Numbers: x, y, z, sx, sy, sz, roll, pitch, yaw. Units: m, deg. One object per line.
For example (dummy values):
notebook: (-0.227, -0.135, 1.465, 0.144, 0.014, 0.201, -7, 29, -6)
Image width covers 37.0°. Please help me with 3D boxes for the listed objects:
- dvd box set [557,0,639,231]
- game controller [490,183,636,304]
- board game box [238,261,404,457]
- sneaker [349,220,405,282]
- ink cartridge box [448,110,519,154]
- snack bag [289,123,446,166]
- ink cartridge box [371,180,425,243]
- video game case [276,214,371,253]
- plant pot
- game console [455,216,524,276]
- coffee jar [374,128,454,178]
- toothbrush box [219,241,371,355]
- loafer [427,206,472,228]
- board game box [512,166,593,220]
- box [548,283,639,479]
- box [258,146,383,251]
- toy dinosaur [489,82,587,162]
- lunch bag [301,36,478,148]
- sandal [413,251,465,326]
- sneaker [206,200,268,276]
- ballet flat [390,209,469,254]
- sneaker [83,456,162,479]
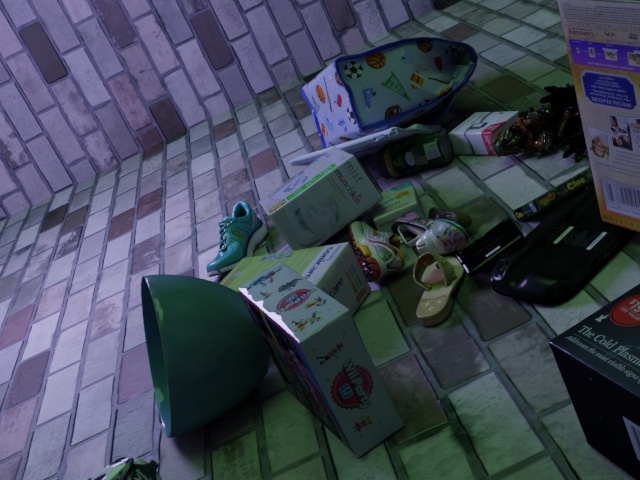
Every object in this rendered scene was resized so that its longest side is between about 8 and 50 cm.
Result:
dvd box set: (0.529, -0.181, 1.452, 0.062, 0.420, 0.307, -34, 31, -22)
game controller: (0.444, 0.005, 1.685, 0.319, 0.067, 0.166, -39, 39, -27)
board game box: (-0.008, 0.182, 1.546, 0.097, 0.224, 0.303, -31, 22, -15)
sneaker: (0.118, 0.019, 1.985, 0.092, 0.088, 0.225, -15, 26, -6)
ink cartridge box: (0.399, -0.258, 2.296, 0.109, 0.063, 0.150, -38, 25, -26)
snack bag: (0.116, -0.245, 2.441, 0.323, 0.037, 0.342, -14, 0, 29)
ink cartridge box: (0.172, -0.058, 2.102, 0.104, 0.061, 0.181, -23, 22, 9)
video game case: (0.000, 0.000, 2.218, 0.173, 0.022, 0.190, 0, 33, 49)
plant pot: (-0.202, 0.193, 1.723, 0.195, 0.290, 0.290, -8, 17, -16)
game console: (0.318, 0.021, 1.751, 0.122, 0.071, 0.107, -38, 32, 9)
coffee jar: (0.230, -0.210, 2.353, 0.184, 0.079, 0.096, -14, 17, 29)
toothbrush box: (-0.076, 0.121, 1.895, 0.283, 0.122, 0.206, -11, 27, 36)
loafer: (0.265, -0.038, 1.973, 0.050, 0.056, 0.148, 7, 5, -18)
board game box: (0.503, -0.117, 1.844, 0.259, 0.030, 0.136, -29, -1, -7)
box: (0.501, 0.160, 1.095, 0.312, 0.179, 0.343, -30, 22, -11)
box: (-0.003, -0.090, 2.160, 0.231, 0.127, 0.262, -36, 12, 0)
toy dinosaur: (0.530, -0.279, 2.105, 0.322, 0.164, 0.218, -46, 4, 7)
lunch bag: (0.192, -0.400, 2.531, 0.385, 0.239, 0.328, -23, 5, -18)
sandal: (0.210, 0.061, 1.769, 0.088, 0.079, 0.240, -17, 23, 21)
sneaker: (-0.222, -0.001, 2.347, 0.107, 0.110, 0.275, -16, 25, 24)
ballet flat: (0.212, -0.008, 1.924, 0.079, 0.077, 0.221, -34, 25, -15)
sneaker: (-0.319, 0.418, 1.534, 0.153, 0.094, 0.235, -40, 14, -10)
